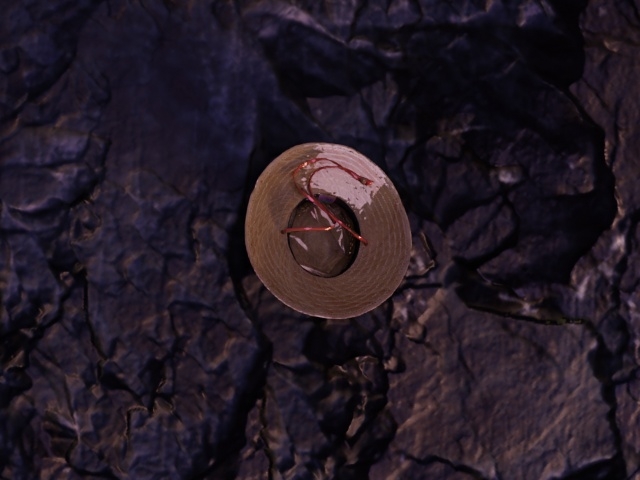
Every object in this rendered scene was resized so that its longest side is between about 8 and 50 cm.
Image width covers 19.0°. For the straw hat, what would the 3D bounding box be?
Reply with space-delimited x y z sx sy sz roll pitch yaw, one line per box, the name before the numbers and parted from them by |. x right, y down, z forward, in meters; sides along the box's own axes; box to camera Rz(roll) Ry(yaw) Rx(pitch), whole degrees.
straw hat | 0.000 0.000 1.511 0.144 0.061 0.145 5 72 -14
